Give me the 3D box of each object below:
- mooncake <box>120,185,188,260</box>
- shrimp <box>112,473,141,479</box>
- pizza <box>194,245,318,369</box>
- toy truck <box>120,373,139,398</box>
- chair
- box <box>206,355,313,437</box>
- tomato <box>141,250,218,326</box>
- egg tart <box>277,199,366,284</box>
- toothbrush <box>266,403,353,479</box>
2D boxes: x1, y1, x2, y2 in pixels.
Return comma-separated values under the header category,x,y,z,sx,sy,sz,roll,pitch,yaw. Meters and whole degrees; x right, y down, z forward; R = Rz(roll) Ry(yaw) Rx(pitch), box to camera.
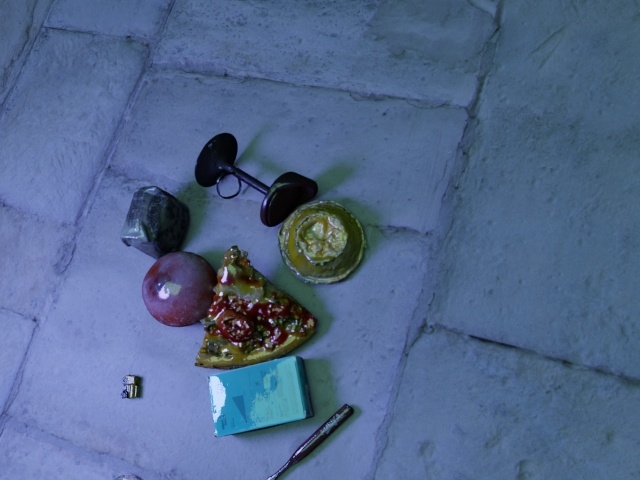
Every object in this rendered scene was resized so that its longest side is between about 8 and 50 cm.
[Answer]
category,x,y,z,sx,sy,sz,roll,pitch,yaw
mooncake,-0.590,-0.065,1.992,0.136,0.250,0.254,1,73,17
shrimp,-0.692,0.855,1.846,0.224,0.047,0.126,-8,67,8
pizza,-0.258,0.222,1.808,0.441,0.130,0.405,-19,100,0
toy truck,-0.671,0.517,1.942,0.054,0.049,0.083,-5,73,12
chair,-0.228,-0.203,1.959,0.401,0.226,0.226,30,83,20
box,-0.193,0.508,1.787,0.312,0.118,0.204,-16,68,9
tomato,-0.490,0.169,1.908,0.271,0.227,0.269,-4,74,15
egg tart,0.000,0.000,1.873,0.316,0.120,0.314,-1,78,4
toothbrush,-0.036,0.654,1.746,0.364,0.041,0.041,-43,68,-1
